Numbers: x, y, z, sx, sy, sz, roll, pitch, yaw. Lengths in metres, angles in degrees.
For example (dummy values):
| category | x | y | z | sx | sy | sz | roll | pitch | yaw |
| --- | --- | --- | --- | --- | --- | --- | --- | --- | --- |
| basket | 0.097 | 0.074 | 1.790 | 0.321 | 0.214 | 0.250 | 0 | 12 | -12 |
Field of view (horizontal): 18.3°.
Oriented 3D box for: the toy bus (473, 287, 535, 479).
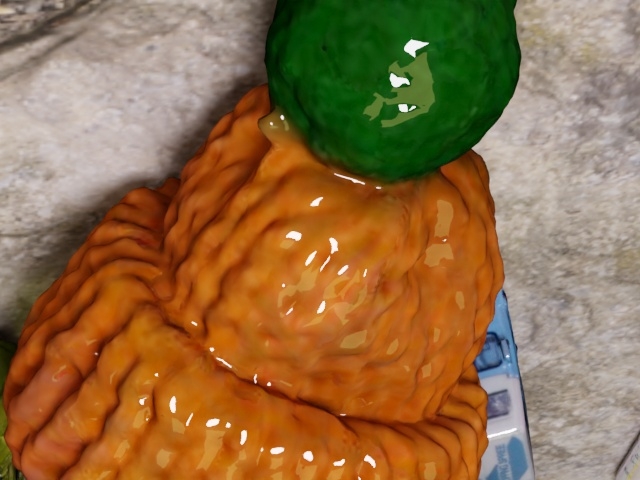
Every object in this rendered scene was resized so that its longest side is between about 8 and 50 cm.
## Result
| category | x | y | z | sx | sy | sz | roll | pitch | yaw |
| --- | --- | --- | --- | --- | --- | --- | --- | --- | --- |
| toy bus | -0.004 | 0.128 | 1.353 | 0.297 | 0.131 | 0.106 | -14 | 147 | 3 |

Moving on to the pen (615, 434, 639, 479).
| category | x | y | z | sx | sy | sz | roll | pitch | yaw |
| --- | --- | --- | --- | --- | --- | --- | --- | --- | --- |
| pen | 0.278 | 0.125 | 1.534 | 0.033 | 0.033 | 0.269 | -3 | 145 | -14 |

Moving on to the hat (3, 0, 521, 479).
| category | x | y | z | sx | sy | sz | roll | pitch | yaw |
| --- | --- | --- | --- | --- | --- | --- | --- | --- | --- |
| hat | 0.000 | 0.000 | 1.131 | 0.285 | 0.285 | 0.400 | 12 | 113 | -33 |

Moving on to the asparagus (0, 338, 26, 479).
| category | x | y | z | sx | sy | sz | roll | pitch | yaw |
| --- | --- | --- | --- | --- | --- | --- | --- | --- | --- |
| asparagus | -0.270 | 0.087 | 1.225 | 0.128 | 0.108 | 0.382 | -32 | 144 | 24 |
